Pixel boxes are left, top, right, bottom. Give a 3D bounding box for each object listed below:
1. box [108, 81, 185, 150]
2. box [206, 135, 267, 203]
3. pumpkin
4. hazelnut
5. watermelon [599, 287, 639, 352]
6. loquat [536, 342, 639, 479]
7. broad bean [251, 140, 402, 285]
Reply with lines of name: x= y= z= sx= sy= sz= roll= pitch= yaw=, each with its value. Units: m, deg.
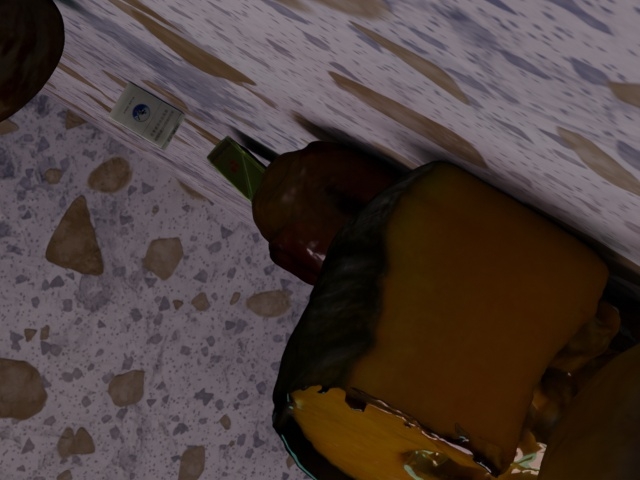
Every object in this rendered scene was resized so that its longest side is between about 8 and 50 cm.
box: x=-0.219 y=-0.156 z=2.279 sx=0.083 sy=0.054 sz=0.024 roll=31 pitch=179 yaw=12
box: x=0.000 y=0.000 z=2.135 sx=0.311 sy=0.043 sz=0.173 roll=42 pitch=-178 yaw=5
pumpkin: x=0.109 y=0.111 z=1.390 sx=0.256 sy=0.225 sz=0.303 roll=17 pitch=150 yaw=33
hazelnut: x=-0.371 y=-0.215 z=1.781 sx=0.218 sy=0.218 sz=0.234 roll=29 pitch=-165 yaw=29
watermelon: x=0.245 y=0.074 z=1.509 sx=0.187 sy=0.071 sz=0.139 roll=0 pitch=132 yaw=52
loquat: x=0.274 y=0.185 z=1.203 sx=0.263 sy=0.263 sz=0.263 roll=31 pitch=177 yaw=2
broad bean: x=0.019 y=-0.016 z=1.613 sx=0.156 sy=0.122 sz=0.228 roll=33 pitch=175 yaw=-18
